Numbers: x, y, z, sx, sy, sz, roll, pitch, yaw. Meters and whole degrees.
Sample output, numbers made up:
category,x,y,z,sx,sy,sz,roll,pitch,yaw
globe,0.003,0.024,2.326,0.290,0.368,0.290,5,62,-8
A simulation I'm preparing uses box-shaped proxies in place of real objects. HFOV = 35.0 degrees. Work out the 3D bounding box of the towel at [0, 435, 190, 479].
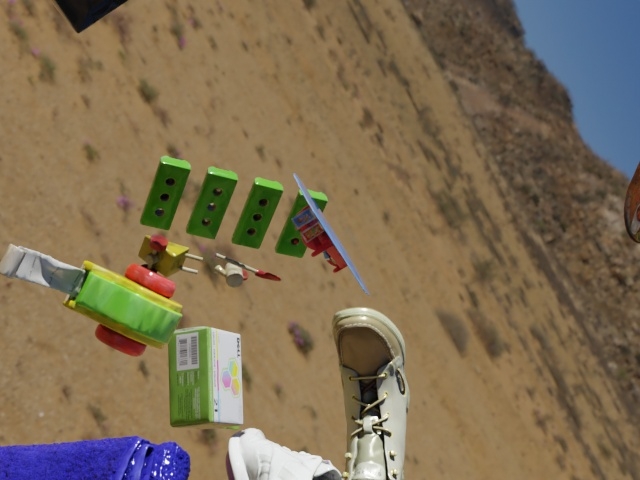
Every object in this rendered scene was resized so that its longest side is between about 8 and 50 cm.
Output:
category,x,y,z,sx,sy,sz,roll,pitch,yaw
towel,-0.229,0.287,0.755,0.076,0.228,0.308,69,22,-46

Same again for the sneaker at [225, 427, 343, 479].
category,x,y,z,sx,sy,sz,roll,pitch,yaw
sneaker,-0.048,0.347,1.421,0.305,0.152,0.114,-129,-158,-70

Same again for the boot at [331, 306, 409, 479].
category,x,y,z,sx,sy,sz,roll,pitch,yaw
boot,0.055,0.193,1.128,0.165,0.077,0.213,-81,160,-44

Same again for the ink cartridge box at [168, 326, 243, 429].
category,x,y,z,sx,sy,sz,roll,pitch,yaw
ink cartridge box,-0.198,0.285,2.058,0.255,0.097,0.188,23,60,-61

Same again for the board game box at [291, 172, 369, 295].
category,x,y,z,sx,sy,sz,roll,pitch,yaw
board game box,0.000,0.000,1.191,0.168,0.033,0.133,57,4,-20

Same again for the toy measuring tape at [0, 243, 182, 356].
category,x,y,z,sx,sy,sz,roll,pitch,yaw
toy measuring tape,-0.257,0.075,1.250,0.121,0.121,0.330,67,12,21

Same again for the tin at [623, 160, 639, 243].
category,x,y,z,sx,sy,sz,roll,pitch,yaw
tin,0.449,-0.080,1.312,0.106,0.040,0.189,-93,-166,-55

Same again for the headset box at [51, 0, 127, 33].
category,x,y,z,sx,sy,sz,roll,pitch,yaw
headset box,-0.339,-0.417,1.255,0.246,0.131,0.283,58,-6,-33

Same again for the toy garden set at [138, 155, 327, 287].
category,x,y,z,sx,sy,sz,roll,pitch,yaw
toy garden set,-0.141,-0.017,1.474,0.244,0.203,0.049,13,33,-19
